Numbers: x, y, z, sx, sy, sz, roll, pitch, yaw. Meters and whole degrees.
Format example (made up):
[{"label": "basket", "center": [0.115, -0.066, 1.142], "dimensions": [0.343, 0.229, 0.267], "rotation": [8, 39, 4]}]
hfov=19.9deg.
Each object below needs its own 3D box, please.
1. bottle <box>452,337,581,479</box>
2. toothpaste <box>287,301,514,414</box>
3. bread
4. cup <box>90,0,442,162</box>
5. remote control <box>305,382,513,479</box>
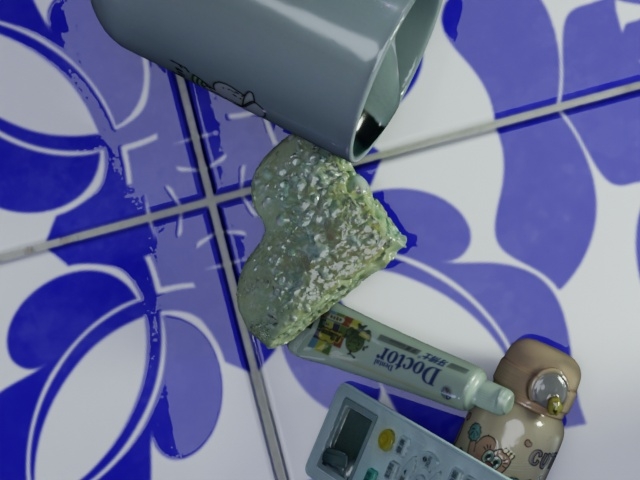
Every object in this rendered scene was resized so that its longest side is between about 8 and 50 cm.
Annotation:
[{"label": "bottle", "center": [0.183, 0.199, 1.766], "dimensions": [0.097, 0.110, 0.209], "rotation": [23, 94, -12]}, {"label": "toothpaste", "center": [0.077, 0.119, 1.782], "dimensions": [0.255, 0.037, 0.067], "rotation": [20, 88, 33]}, {"label": "bread", "center": [0.000, 0.000, 1.806], "dimensions": [0.172, 0.064, 0.232], "rotation": [10, 86, 19]}, {"label": "cup", "center": [-0.056, -0.228, 1.764], "dimensions": [0.312, 0.205, 0.205], "rotation": [26, 93, 10]}, {"label": "remote control", "center": [0.096, 0.233, 1.737], "dimensions": [0.293, 0.051, 0.103], "rotation": [26, 94, 48]}]
